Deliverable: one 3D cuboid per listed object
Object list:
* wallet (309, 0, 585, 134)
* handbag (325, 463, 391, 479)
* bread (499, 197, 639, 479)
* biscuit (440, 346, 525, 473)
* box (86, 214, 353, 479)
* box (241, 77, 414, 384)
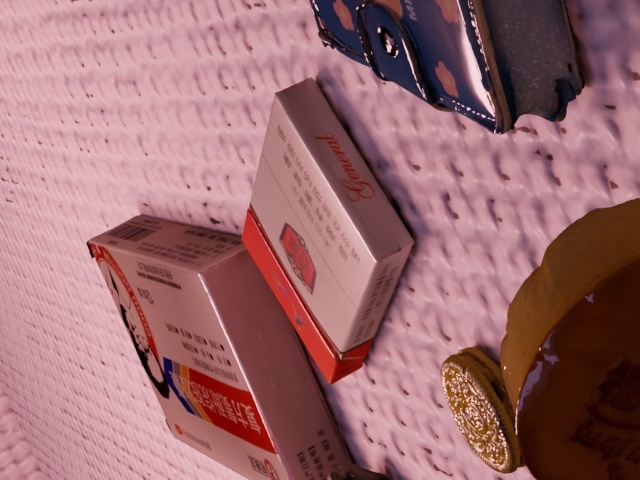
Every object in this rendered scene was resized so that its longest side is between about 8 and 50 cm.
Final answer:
[{"bbox_3d":[0.049,-0.135,1.007,0.202,0.059,0.141,33,147,58],"label":"wallet"},{"bbox_3d":[0.064,0.350,1.571,0.316,0.109,0.253,62,160,24],"label":"handbag"},{"bbox_3d":[0.144,0.060,0.916,0.086,0.125,0.156,-110,1,-54],"label":"bread"},{"bbox_3d":[0.104,0.107,1.248,0.084,0.023,0.084,53,160,30],"label":"biscuit"},{"bbox_3d":[-0.095,0.095,1.738,0.214,0.069,0.353,67,164,-12],"label":"box"},{"bbox_3d":[0.000,0.000,1.377,0.139,0.035,0.245,59,161,15],"label":"box"}]
